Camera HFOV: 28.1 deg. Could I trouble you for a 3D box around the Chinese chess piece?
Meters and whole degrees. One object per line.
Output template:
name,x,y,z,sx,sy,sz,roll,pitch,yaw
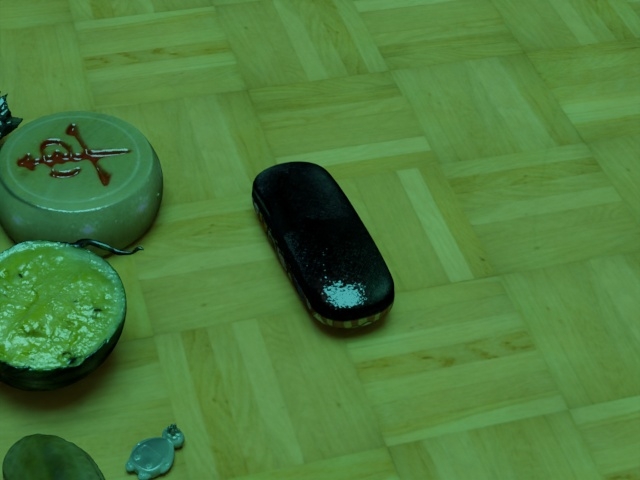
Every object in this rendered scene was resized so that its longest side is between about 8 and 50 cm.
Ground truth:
Chinese chess piece,-0.354,-0.084,1.861,0.250,0.097,0.251,3,44,-3

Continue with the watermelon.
watermelon,-0.349,0.105,1.643,0.204,0.127,0.232,7,46,4

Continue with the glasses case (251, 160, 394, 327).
glasses case,0.000,0.000,1.811,0.122,0.082,0.321,-13,45,-18

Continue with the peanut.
peanut,-0.295,0.306,1.458,0.110,0.120,0.236,13,23,-47

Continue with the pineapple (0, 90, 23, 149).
pineapple,-0.568,-0.120,1.830,0.202,0.202,0.362,16,34,12

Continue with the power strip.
power strip,-0.201,0.256,1.567,0.055,0.035,0.083,31,52,25
